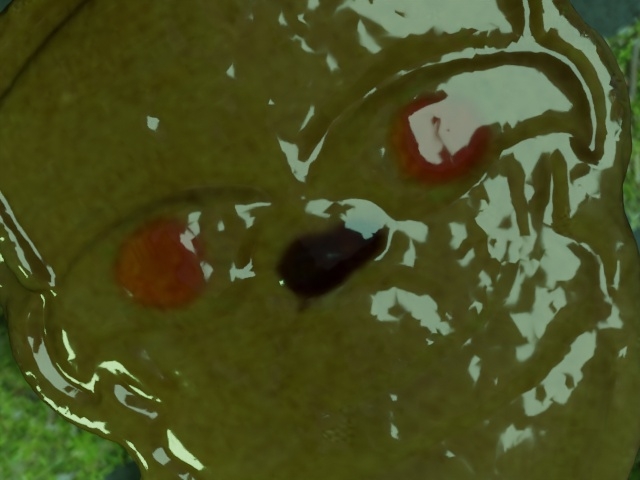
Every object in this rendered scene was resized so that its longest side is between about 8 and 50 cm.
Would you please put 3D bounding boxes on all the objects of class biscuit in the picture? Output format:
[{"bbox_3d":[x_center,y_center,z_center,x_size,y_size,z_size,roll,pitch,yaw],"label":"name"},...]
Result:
[{"bbox_3d":[0.000,0.000,0.933,0.349,0.078,0.455,-22,99,1],"label":"biscuit"}]
